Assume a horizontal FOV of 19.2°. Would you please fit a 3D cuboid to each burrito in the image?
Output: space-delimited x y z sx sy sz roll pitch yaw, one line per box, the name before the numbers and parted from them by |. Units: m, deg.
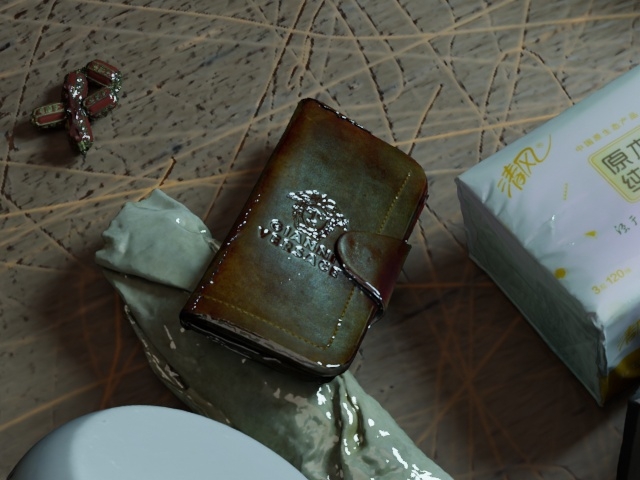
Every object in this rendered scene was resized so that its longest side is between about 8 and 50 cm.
burrito | -0.038 0.112 1.428 0.117 0.076 0.392 -39 68 -15

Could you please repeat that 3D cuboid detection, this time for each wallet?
wallet | 0.000 0.000 1.457 0.137 0.031 0.255 26 48 0

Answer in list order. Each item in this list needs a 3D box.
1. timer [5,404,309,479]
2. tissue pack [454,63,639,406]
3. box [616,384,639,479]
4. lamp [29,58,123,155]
timer | -0.126 0.278 1.283 0.285 0.285 0.285 -1 63 3
tissue pack | 0.248 -0.018 1.441 0.225 0.124 0.185 -32 54 -12
box | 0.356 0.147 1.327 0.252 0.188 0.153 24 62 18
lamp | -0.197 -0.116 1.581 0.063 0.031 0.083 31 65 17
